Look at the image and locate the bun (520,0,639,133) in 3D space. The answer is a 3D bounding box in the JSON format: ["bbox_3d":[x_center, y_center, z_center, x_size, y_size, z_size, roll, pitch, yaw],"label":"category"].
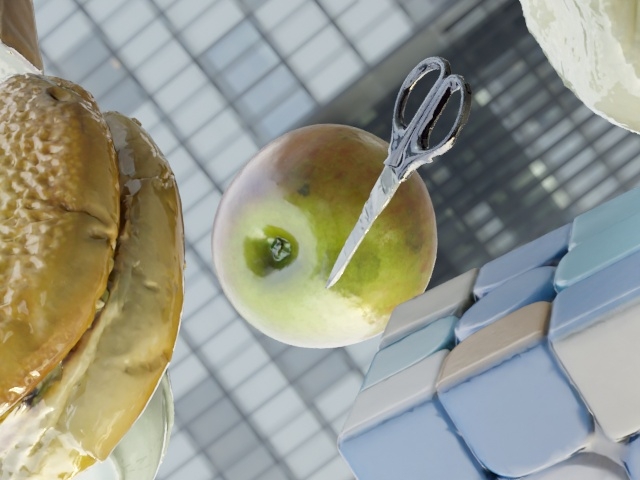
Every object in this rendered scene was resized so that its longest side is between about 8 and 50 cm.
[{"bbox_3d":[0.344,-0.262,1.550,0.227,0.353,0.348,-137,48,-81],"label":"bun"}]

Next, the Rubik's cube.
[{"bbox_3d":[0.266,0.193,1.646,0.347,0.347,0.344,57,-160,-11],"label":"Rubik's cube"}]

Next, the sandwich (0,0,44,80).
[{"bbox_3d":[-0.444,-0.284,1.935,0.227,0.155,0.198,42,-149,-60],"label":"sandwich"}]

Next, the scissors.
[{"bbox_3d":[0.077,-0.064,1.886,0.022,0.300,0.109,9,-150,-38],"label":"scissors"}]

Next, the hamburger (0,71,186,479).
[{"bbox_3d":[-0.226,0.033,1.116,0.170,0.290,0.314,44,-138,-44],"label":"hamburger"}]

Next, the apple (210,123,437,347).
[{"bbox_3d":[0.000,0.000,2.497,0.339,0.339,0.339,48,-166,-16],"label":"apple"}]

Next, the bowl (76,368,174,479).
[{"bbox_3d":[-0.295,0.206,1.735,0.307,0.307,0.163,44,-167,-32],"label":"bowl"}]
